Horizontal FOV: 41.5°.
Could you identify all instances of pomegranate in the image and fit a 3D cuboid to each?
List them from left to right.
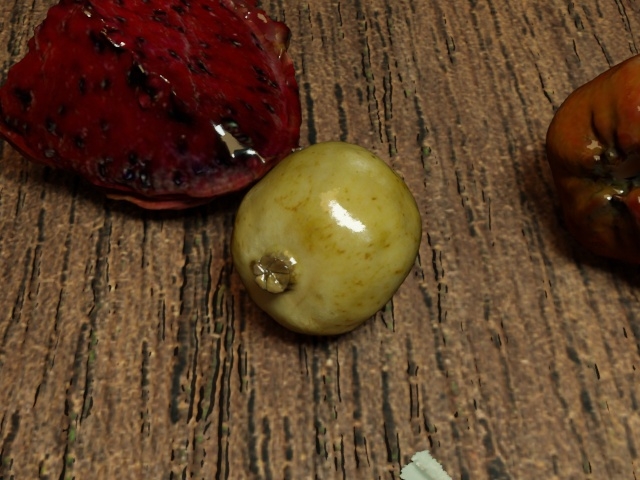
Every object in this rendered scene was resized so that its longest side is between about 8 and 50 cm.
[{"bbox_3d":[0.000,0.000,0.794,0.196,0.196,0.196,-2,53,3],"label":"pomegranate"}]

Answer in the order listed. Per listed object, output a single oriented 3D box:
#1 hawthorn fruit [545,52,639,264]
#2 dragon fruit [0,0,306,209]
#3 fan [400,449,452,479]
[{"bbox_3d":[0.359,-0.078,0.825,0.261,0.224,0.224,-14,50,-35],"label":"hawthorn fruit"},{"bbox_3d":[-0.156,-0.149,0.978,0.286,0.228,0.329,38,30,-2],"label":"dragon fruit"},{"bbox_3d":[0.222,0.308,0.652,0.415,0.012,0.233,35,63,26],"label":"fan"}]
